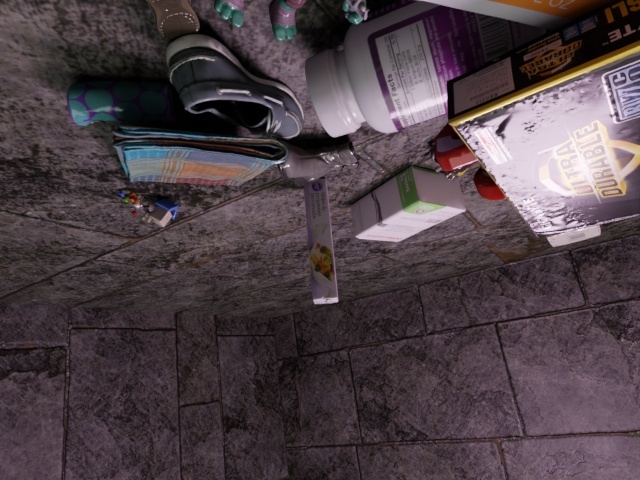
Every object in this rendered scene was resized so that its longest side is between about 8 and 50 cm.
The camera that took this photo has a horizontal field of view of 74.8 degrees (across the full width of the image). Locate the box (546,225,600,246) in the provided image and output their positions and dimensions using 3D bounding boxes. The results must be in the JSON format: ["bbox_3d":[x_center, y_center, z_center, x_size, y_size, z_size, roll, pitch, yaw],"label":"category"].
[{"bbox_3d":[0.679,-0.116,1.180,0.127,0.232,0.149,-19,160,31],"label":"box"}]

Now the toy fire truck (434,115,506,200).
[{"bbox_3d":[0.351,-0.222,0.727,0.302,0.253,0.169,-19,117,28],"label":"toy fire truck"}]

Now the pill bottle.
[{"bbox_3d":[0.138,-0.255,0.599,0.302,0.169,0.169,-14,162,20],"label":"pill bottle"}]

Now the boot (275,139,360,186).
[{"bbox_3d":[-0.002,-0.184,0.902,0.161,0.083,0.246,-16,177,11],"label":"boot"}]

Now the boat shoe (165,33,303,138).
[{"bbox_3d":[-0.120,-0.214,0.697,0.116,0.099,0.319,-19,167,22],"label":"boat shoe"}]

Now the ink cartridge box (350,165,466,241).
[{"bbox_3d":[0.251,-0.097,1.241,0.199,0.114,0.273,5,158,-35],"label":"ink cartridge box"}]

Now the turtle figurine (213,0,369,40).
[{"bbox_3d":[-0.018,-0.307,0.452,0.175,0.118,0.234,21,165,-31],"label":"turtle figurine"}]

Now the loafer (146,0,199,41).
[{"bbox_3d":[-0.186,-0.299,0.516,0.056,0.050,0.148,-14,179,-10],"label":"loafer"}]

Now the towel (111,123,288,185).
[{"bbox_3d":[-0.240,-0.145,0.813,0.272,0.040,0.370,0,179,-22],"label":"towel"}]

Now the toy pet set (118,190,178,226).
[{"bbox_3d":[-0.432,-0.094,1.070,0.114,0.065,0.122,27,157,3],"label":"toy pet set"}]

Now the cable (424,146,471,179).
[{"bbox_3d":[0.371,-0.244,0.983,0.140,0.072,0.287,23,136,-29],"label":"cable"}]

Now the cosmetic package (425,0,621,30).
[{"bbox_3d":[0.227,-0.365,0.244,0.230,0.161,0.453,6,160,-9],"label":"cosmetic package"}]

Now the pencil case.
[{"bbox_3d":[-0.316,-0.220,0.675,0.152,0.064,0.070,-4,146,-12],"label":"pencil case"}]

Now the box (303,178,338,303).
[{"bbox_3d":[0.000,0.000,1.082,0.063,0.323,0.067,-5,162,0],"label":"box"}]

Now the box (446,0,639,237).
[{"bbox_3d":[0.342,-0.124,0.502,0.257,0.079,0.322,-18,145,36],"label":"box"}]
